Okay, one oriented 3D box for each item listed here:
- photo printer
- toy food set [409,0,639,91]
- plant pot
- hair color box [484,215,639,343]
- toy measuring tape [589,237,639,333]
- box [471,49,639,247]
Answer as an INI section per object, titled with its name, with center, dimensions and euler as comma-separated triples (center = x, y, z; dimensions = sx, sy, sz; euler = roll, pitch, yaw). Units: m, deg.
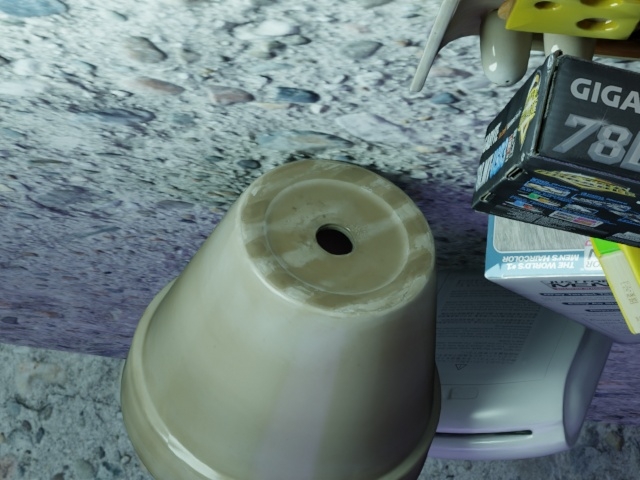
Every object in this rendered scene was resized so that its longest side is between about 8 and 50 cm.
[photo printer]
center = 0.188, 0.140, 1.874
dimensions = 0.256, 0.107, 0.307
euler = -1, -154, 21
[toy food set]
center = 0.219, -0.120, 1.059
dimensions = 0.306, 0.092, 0.220
euler = 5, 168, -2
[plant pot]
center = -0.013, 0.083, 1.607
dimensions = 0.323, 0.323, 0.280
euler = 7, 139, -11
[hair color box]
center = 0.315, 0.024, 1.655
dimensions = 0.174, 0.105, 0.347
euler = -2, 166, 31
[toy measuring tape]
center = 0.299, 0.037, 1.327
dimensions = 0.121, 0.330, 0.121
euler = -25, 180, 0
[box]
center = 0.258, -0.031, 1.065
dimensions = 0.296, 0.073, 0.293
euler = 13, 174, 0
